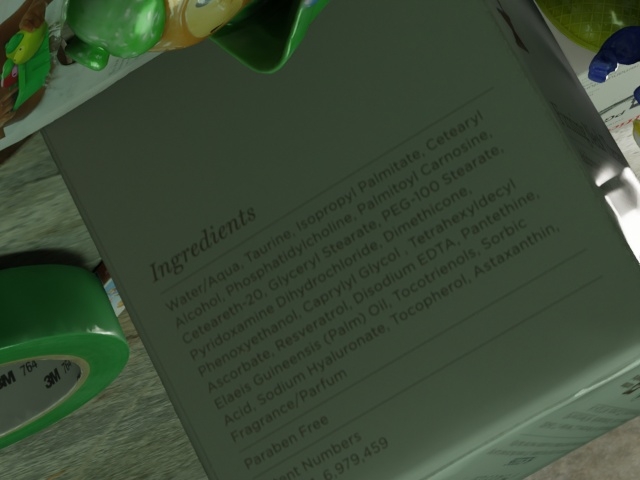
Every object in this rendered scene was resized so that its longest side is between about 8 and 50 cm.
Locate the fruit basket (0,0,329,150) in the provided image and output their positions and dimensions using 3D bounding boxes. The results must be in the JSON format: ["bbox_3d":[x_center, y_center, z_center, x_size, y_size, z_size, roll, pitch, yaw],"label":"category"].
[{"bbox_3d":[-0.073,-0.168,0.807,0.353,0.165,0.327,-44,163,-49],"label":"fruit basket"}]

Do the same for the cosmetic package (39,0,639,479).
[{"bbox_3d":[0.053,-0.011,1.315,0.327,0.393,0.329,-31,165,14],"label":"cosmetic package"}]

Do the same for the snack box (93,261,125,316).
[{"bbox_3d":[-0.209,0.050,1.783,0.064,0.022,0.178,-14,160,-38],"label":"snack box"}]

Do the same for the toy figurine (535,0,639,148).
[{"bbox_3d":[0.305,-0.132,1.370,0.191,0.362,0.217,-37,177,16],"label":"toy figurine"}]

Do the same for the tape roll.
[{"bbox_3d":[-0.341,0.131,1.672,0.321,0.077,0.321,-23,163,-8],"label":"tape roll"}]

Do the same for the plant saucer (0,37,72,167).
[{"bbox_3d":[-0.309,-0.072,1.132,0.311,0.050,0.310,-27,166,-7],"label":"plant saucer"}]

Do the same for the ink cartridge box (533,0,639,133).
[{"bbox_3d":[0.268,-0.178,1.724,0.172,0.100,0.237,-24,165,-13],"label":"ink cartridge box"}]
